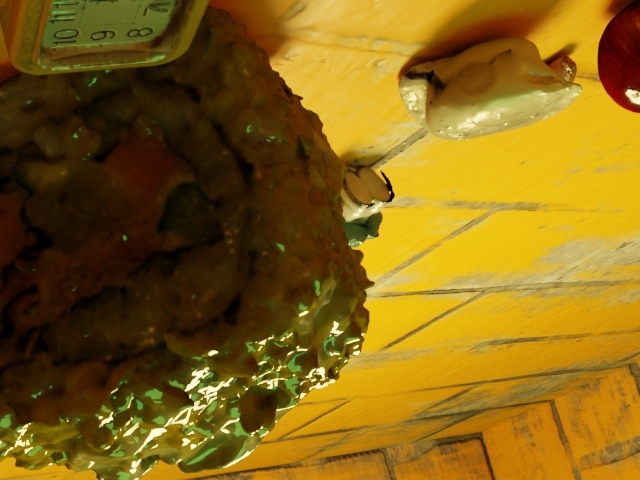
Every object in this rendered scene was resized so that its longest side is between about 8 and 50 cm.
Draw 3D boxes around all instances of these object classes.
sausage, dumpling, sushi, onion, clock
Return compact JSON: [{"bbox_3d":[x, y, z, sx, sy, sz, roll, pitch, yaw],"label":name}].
[{"bbox_3d":[0.219,-0.159,1.327,0.158,0.036,0.042,-28,170,29],"label":"sausage"},{"bbox_3d":[0.174,-0.150,1.221,0.176,0.092,0.150,-22,160,14],"label":"dumpling"},{"bbox_3d":[-0.161,0.025,1.024,0.396,0.351,0.240,-20,162,7],"label":"sushi"},{"bbox_3d":[0.350,-0.192,1.217,0.131,0.131,0.131,-15,162,-5],"label":"onion"},{"bbox_3d":[-0.143,-0.199,0.807,0.143,0.096,0.202,-12,162,-25],"label":"clock"}]

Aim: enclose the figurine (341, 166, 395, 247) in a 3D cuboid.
[{"bbox_3d":[0.000,0.000,1.492,0.138,0.110,0.245,-15,159,-46],"label":"figurine"}]
